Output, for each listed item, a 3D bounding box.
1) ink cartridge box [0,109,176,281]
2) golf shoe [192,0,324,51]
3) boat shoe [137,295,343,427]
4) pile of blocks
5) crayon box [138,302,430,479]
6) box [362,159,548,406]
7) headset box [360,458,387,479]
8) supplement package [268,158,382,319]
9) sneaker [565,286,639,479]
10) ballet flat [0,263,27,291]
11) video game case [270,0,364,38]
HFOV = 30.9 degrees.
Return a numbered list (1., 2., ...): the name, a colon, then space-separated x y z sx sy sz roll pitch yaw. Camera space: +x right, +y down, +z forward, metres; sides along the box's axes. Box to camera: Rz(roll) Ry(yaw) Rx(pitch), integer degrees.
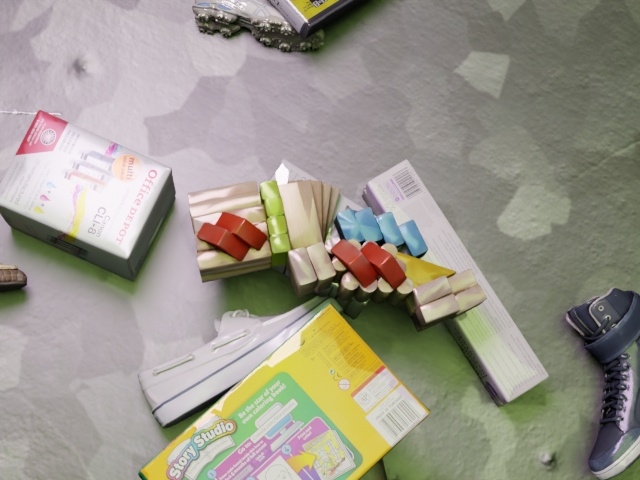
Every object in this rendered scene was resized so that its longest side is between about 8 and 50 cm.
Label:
1. ink cartridge box: -0.278 -0.051 1.397 0.176 0.127 0.128 23 75 0
2. golf shoe: -0.075 -0.303 1.510 0.176 0.069 0.086 15 70 -2
3. boat shoe: -0.098 0.124 1.384 0.258 0.095 0.084 -30 80 -9
4. pile of blocks: 0.020 0.000 1.309 0.362 0.112 0.149 13 78 -1
5. crayon box: -0.038 0.222 1.260 0.278 0.081 0.165 -41 80 -13
6. box: 0.164 0.052 1.443 0.067 0.063 0.324 -31 81 -10
7. headset box: -0.029 0.314 1.338 0.218 0.110 0.293 -10 77 -7
8. supplement package: 0.000 0.000 1.420 0.179 0.105 0.105 31 75 3
9. sneaker: 0.349 0.163 1.412 0.163 0.086 0.226 40 67 -6
10. ballet flat: -0.476 0.034 1.388 0.250 0.084 0.058 1 78 1
11. video game case: -0.002 -0.422 1.527 0.275 0.035 0.248 -37 82 -28
